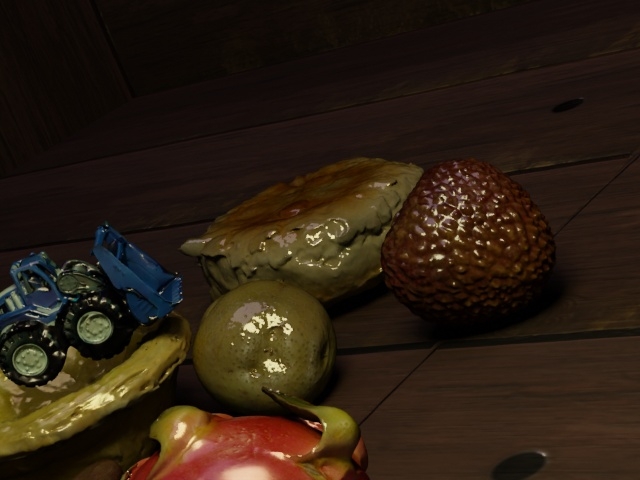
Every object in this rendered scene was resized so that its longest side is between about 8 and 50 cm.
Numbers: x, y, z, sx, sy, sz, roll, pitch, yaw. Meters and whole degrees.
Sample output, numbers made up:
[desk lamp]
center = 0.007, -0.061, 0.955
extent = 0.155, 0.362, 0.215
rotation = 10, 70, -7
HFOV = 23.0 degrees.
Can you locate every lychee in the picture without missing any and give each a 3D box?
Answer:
[lychee]
center = 0.158, 0.004, 1.692
extent = 0.194, 0.194, 0.194
rotation = -21, 16, 6

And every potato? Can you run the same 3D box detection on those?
[potato]
center = -0.060, 0.116, 1.718
extent = 0.157, 0.157, 0.194
rotation = -23, 1, -2

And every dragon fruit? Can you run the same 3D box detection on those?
[dragon fruit]
center = -0.060, 0.226, 1.212
extent = 0.227, 0.224, 0.224
rotation = 10, 31, 28

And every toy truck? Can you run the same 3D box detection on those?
[toy truck]
center = -0.254, 0.060, 1.675
extent = 0.208, 0.126, 0.113
rotation = -23, 14, 0

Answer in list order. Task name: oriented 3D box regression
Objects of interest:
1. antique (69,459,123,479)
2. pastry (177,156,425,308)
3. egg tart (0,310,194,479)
[antique]
center = -0.246, 0.297, 1.402
extent = 0.257, 0.121, 0.143
rotation = -23, 23, 2
[pastry]
center = 0.000, 0.000, 1.985
extent = 0.329, 0.136, 0.330
rotation = -20, 15, 6
[egg tart]
center = -0.282, 0.196, 1.744
extent = 0.345, 0.132, 0.345
rotation = -22, 16, 7
